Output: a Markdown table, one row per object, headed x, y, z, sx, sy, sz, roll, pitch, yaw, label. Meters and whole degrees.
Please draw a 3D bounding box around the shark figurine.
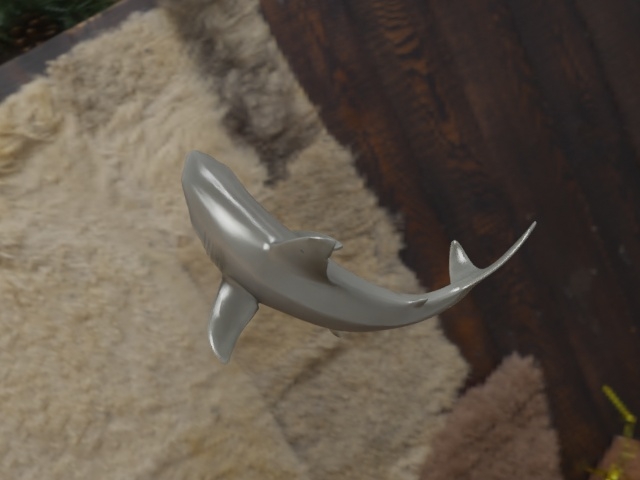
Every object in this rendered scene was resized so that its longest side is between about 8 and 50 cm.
| x | y | z | sx | sy | sz | roll | pitch | yaw | label |
| --- | --- | --- | --- | --- | --- | --- | --- | --- | --- |
| 0.020 | 0.021 | 1.001 | 0.278 | 0.116 | 0.166 | 15 | 60 | -8 | shark figurine |
